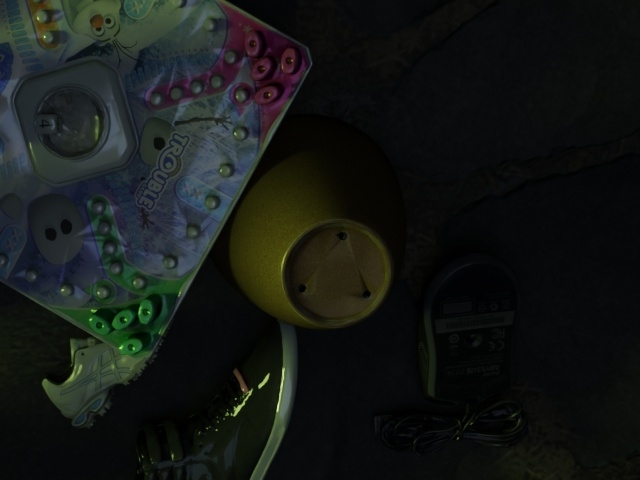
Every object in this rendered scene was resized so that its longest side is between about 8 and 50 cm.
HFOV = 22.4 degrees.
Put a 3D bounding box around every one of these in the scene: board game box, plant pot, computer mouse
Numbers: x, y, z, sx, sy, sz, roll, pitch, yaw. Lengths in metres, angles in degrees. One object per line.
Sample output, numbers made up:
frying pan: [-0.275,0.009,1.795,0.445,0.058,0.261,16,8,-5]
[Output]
board game box: [-0.266,-0.125,1.728,0.390,0.050,0.390,30,99,3]
plant pot: [0.000,0.000,1.761,0.237,0.254,0.237,-2,105,-9]
computer mouse: [0.164,0.123,1.922,0.189,0.072,0.272,-1,118,-11]

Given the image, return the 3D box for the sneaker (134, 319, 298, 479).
sneaker: [-0.129,0.215,1.875,0.147,0.104,0.295,16,106,-18]

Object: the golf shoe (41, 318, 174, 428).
golf shoe: [-0.246,0.132,1.858,0.086,0.069,0.176,43,94,-11]
